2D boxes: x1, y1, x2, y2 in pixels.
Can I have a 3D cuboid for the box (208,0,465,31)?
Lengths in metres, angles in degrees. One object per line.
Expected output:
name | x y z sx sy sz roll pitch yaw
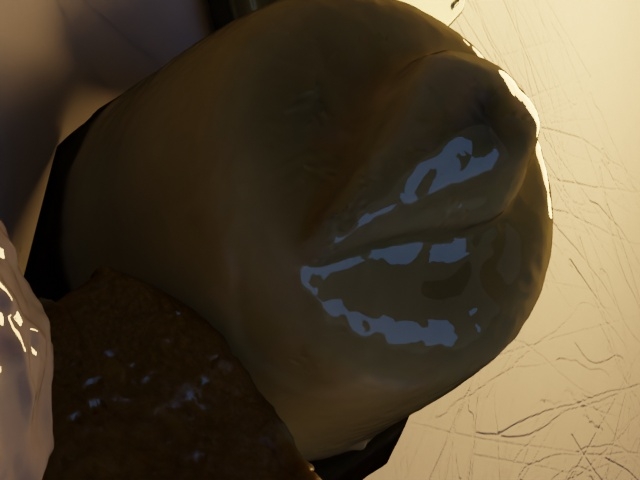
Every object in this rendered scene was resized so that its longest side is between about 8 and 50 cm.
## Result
box | 0.015 -0.200 1.463 0.210 0.129 0.148 -47 130 -43

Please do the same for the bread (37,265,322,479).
bread | -0.164 0.188 1.081 0.279 0.250 0.225 -33 165 -31

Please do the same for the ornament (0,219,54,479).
ornament | -0.281 0.080 0.835 0.337 0.337 0.337 -10 102 -56

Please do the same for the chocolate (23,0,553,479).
chocolate | -0.005 -0.002 1.221 0.314 0.297 0.326 21 73 -22
